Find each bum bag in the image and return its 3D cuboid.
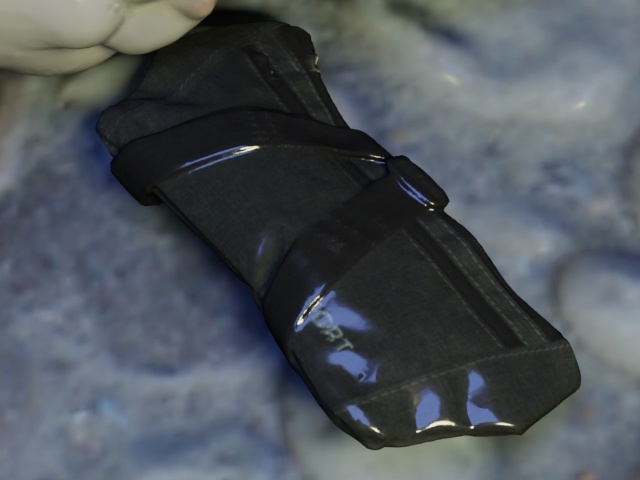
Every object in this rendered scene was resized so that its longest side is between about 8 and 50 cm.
[{"bbox_3d":[0.000,0.000,0.634,0.087,0.049,0.198,-22,55,-31],"label":"bum bag"}]

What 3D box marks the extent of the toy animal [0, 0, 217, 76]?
[{"bbox_3d":[-0.217,-0.098,0.667,0.357,0.194,0.258,-21,31,-19],"label":"toy animal"}]
